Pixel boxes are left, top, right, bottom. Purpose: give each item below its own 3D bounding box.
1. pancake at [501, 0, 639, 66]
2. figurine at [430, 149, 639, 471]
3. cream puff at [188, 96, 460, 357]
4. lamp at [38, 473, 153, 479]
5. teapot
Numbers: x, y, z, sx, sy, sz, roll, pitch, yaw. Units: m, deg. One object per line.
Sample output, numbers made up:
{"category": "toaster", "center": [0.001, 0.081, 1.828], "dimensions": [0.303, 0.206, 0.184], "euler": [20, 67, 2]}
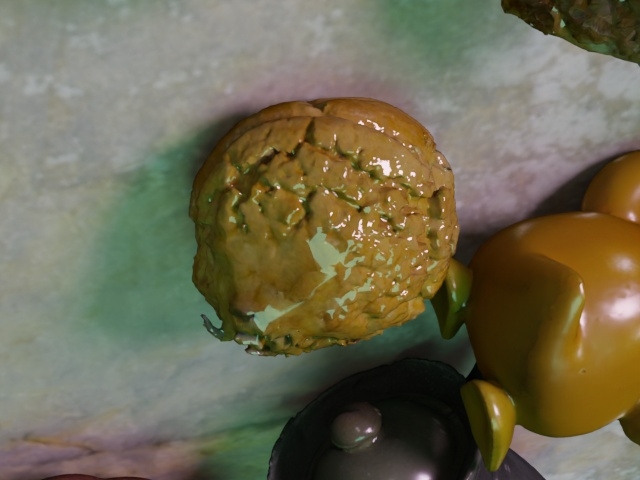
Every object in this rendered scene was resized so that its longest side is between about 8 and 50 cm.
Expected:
{"category": "pancake", "center": [0.176, -0.219, 0.508], "dimensions": [0.356, 0.065, 0.356], "euler": [19, 137, 19]}
{"category": "figurine", "center": [0.202, 0.046, 0.788], "dimensions": [0.228, 0.215, 0.215], "euler": [-8, 136, -28]}
{"category": "cream puff", "center": [0.000, 0.000, 0.734], "dimensions": [0.189, 0.129, 0.189], "euler": [-6, 131, -7]}
{"category": "lamp", "center": [-0.192, 0.332, 0.924], "dimensions": [0.305, 0.239, 0.305], "euler": [-7, 135, -8]}
{"category": "teapot", "center": [0.112, 0.207, 0.905], "dimensions": [0.305, 0.223, 0.285], "euler": [-24, 127, 13]}
